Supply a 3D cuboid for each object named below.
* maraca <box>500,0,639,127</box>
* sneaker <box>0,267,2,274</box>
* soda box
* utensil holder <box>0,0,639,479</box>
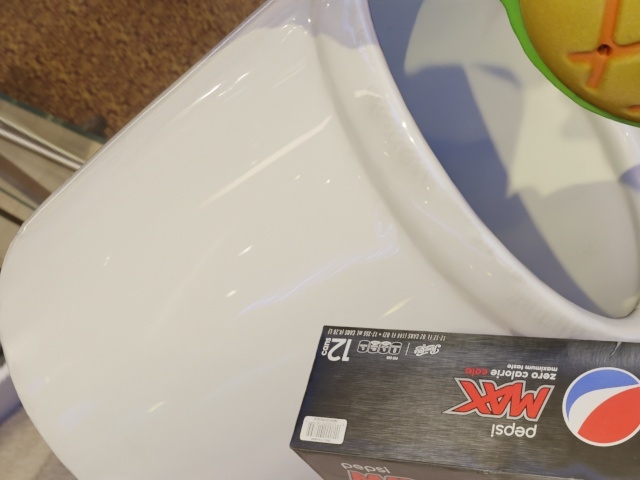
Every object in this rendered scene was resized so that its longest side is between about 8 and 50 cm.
[{"bbox_3d":[0.132,-0.117,0.484,0.186,0.099,0.127,29,116,-13],"label":"maraca"},{"bbox_3d":[-0.410,0.123,1.229,0.086,0.085,0.237,28,104,2],"label":"sneaker"},{"bbox_3d":[0.079,0.070,0.413,0.169,0.060,0.053,1,59,28],"label":"soda box"},{"bbox_3d":[0.000,0.000,0.821,0.385,0.328,0.327,-32,73,34],"label":"utensil holder"}]
